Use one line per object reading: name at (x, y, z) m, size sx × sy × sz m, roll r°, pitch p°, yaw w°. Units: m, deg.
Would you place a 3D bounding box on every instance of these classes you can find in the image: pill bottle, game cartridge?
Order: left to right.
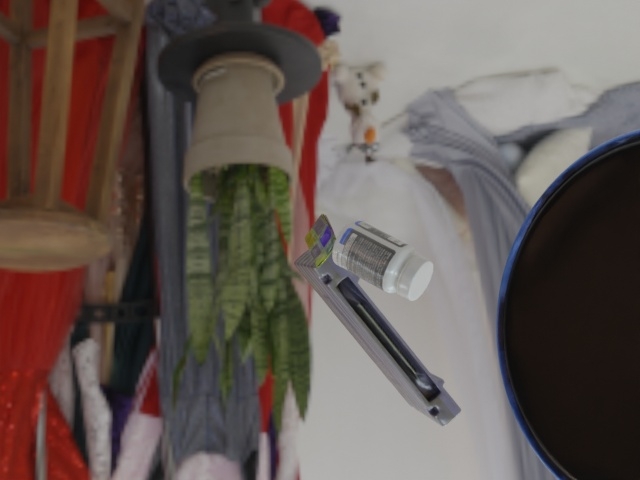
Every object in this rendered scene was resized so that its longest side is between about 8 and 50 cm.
game cartridge at (0.096, 0.161, 1.897) m, size 0.068 × 0.355 × 0.230 m, roll -39°, pitch -173°, yaw -3°
pill bottle at (0.092, 0.030, 1.585) m, size 0.137 × 0.078 × 0.078 m, roll 29°, pitch 175°, yaw 27°

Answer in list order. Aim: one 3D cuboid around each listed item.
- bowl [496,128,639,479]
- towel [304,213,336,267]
bowl at (0.323, 0.078, 0.988) m, size 0.077 × 0.391 × 0.391 m, roll 8°, pitch 160°, yaw -41°
towel at (0.000, 0.000, 1.752) m, size 0.009 × 0.083 × 0.060 m, roll 23°, pitch 117°, yaw -31°
